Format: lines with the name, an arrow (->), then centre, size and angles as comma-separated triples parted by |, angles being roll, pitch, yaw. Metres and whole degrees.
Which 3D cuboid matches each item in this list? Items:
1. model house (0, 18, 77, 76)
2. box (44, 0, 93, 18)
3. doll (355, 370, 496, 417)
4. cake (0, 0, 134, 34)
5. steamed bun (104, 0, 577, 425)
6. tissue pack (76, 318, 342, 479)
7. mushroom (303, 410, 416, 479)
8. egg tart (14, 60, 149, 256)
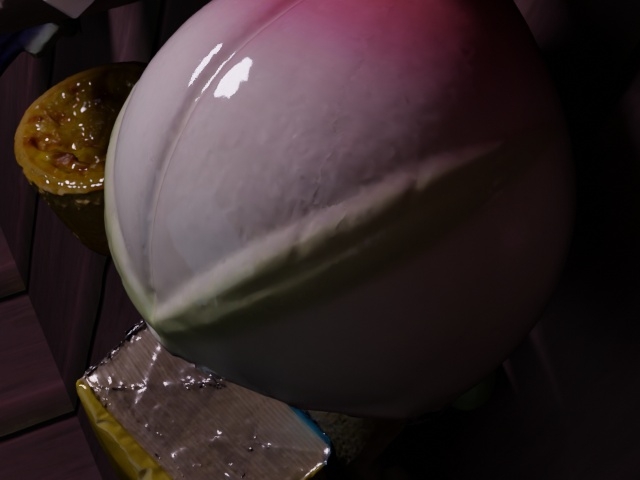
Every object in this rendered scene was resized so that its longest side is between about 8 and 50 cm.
model house -> -0.394, -0.350, 2.274 | 0.280, 0.245, 0.312 | 43, -170, -1
box -> -0.167, -0.355, 1.504 | 0.048, 0.265, 0.273 | 26, -154, -53
doll -> 0.000, 0.001, 1.460 | 0.322, 0.186, 0.198 | 57, 161, 33
cake -> -0.251, -0.335, 1.800 | 0.309, 0.230, 0.237 | 170, 83, -73
steamed bun -> 0.024, -0.063, 1.183 | 0.309, 0.309, 0.309 | 160, 90, -73
tissue pack -> -0.081, 0.186, 1.528 | 0.192, 0.134, 0.271 | 46, 168, 21
mushroom -> 0.019, 0.203, 1.715 | 0.344, 0.130, 0.247 | 91, 157, -51
egg tart -> -0.216, -0.083, 2.059 | 0.202, 0.202, 0.147 | 55, 170, 42
